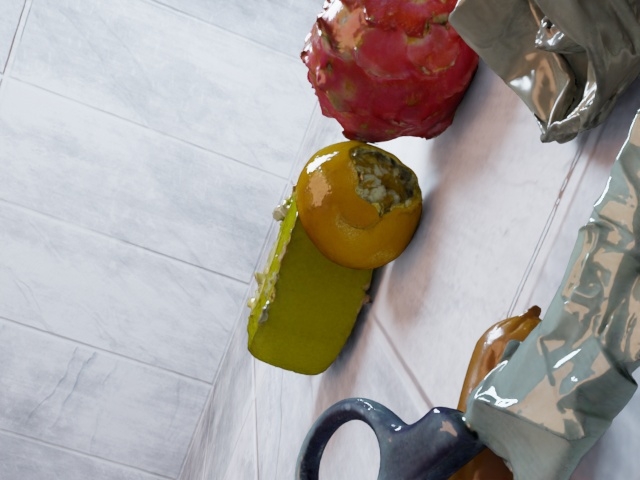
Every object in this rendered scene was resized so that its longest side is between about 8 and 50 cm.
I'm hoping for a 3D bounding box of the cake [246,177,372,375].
[{"bbox_3d":[-0.012,0.050,0.960,0.179,0.156,0.261,126,161,-80],"label":"cake"}]

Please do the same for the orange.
[{"bbox_3d":[0.046,-0.044,0.816,0.134,0.155,0.155,-33,25,22],"label":"orange"}]

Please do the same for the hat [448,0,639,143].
[{"bbox_3d":[0.190,-0.198,0.468,0.245,0.149,0.214,-48,6,8],"label":"hat"}]

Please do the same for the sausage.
[{"bbox_3d":[0.103,0.125,0.414,0.062,0.054,0.183,129,156,-83],"label":"sausage"}]

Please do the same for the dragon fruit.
[{"bbox_3d":[0.079,-0.210,0.828,0.205,0.210,0.268,-28,5,-10],"label":"dragon fruit"}]

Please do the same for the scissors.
[{"bbox_3d":[0.116,0.076,0.343,0.383,0.029,0.256,-59,37,19],"label":"scissors"}]
